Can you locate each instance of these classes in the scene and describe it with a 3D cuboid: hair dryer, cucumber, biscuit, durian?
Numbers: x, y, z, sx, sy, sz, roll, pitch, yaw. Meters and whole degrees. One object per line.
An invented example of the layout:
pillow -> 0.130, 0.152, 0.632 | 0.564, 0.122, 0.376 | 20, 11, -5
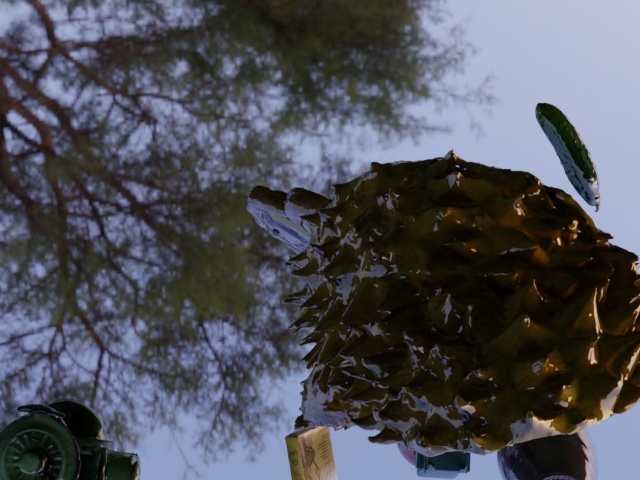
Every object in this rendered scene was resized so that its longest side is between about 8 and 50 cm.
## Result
hair dryer -> 0.242, 0.361, 1.337 | 0.121, 0.361, 0.301 | 18, -164, -1
cucumber -> 0.298, -0.099, 1.203 | 0.037, 0.155, 0.037 | -30, -164, 9
biscuit -> 0.000, 0.000, 1.274 | 0.208, 0.290, 0.041 | 27, -102, 2
durian -> 0.080, 0.039, 0.686 | 0.305, 0.196, 0.185 | -7, -174, 35

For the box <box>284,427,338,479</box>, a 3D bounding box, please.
box -> -0.004, 0.286, 1.175 | 0.020, 0.149, 0.073 | -8, -178, 29

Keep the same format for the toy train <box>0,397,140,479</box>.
toy train -> -0.291, 0.213, 0.794 | 0.300, 0.120, 0.203 | 6, -98, 1

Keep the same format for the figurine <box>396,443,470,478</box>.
figurine -> 0.135, 0.249, 1.244 | 0.068, 0.140, 0.075 | 4, -97, -12
